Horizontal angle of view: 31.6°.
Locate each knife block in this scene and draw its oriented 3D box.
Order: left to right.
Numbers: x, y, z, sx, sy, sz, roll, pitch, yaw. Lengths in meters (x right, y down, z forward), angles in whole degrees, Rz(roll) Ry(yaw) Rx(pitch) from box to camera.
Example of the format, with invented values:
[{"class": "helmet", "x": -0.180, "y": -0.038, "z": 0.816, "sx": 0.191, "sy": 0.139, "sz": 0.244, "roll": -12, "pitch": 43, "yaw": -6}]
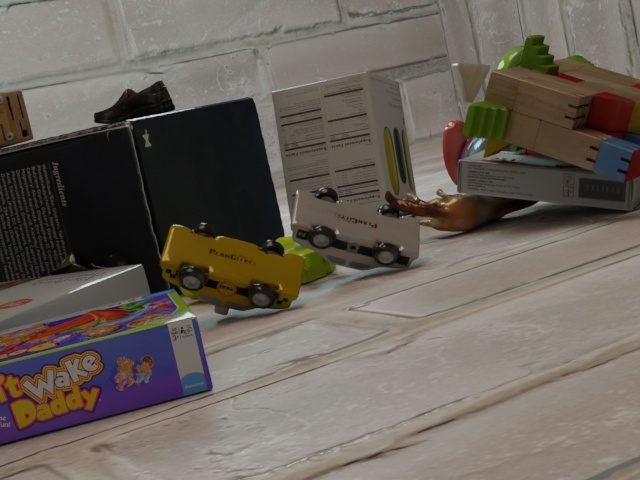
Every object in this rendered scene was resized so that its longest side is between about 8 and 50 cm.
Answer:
[{"class": "knife block", "x": -0.612, "y": -0.201, "z": 2.028, "sx": 0.275, "sy": 0.088, "sz": 0.242, "roll": -12, "pitch": 8, "yaw": 10}]

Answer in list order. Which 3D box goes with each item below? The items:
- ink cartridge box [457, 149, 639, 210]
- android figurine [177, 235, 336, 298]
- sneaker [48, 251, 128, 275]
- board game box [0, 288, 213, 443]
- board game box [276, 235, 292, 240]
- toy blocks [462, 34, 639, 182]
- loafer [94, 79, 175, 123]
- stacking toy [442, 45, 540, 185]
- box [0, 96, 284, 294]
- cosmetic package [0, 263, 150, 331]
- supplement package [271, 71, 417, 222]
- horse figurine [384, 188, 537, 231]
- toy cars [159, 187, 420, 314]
[{"class": "ink cartridge box", "x": 0.388, "y": -0.107, "z": 1.814, "sx": 0.275, "sy": 0.060, "sz": 0.239, "roll": 8, "pitch": 16, "yaw": 25}, {"class": "android figurine", "x": -0.092, "y": 0.041, "z": 1.738, "sx": 0.273, "sy": 0.056, "sz": 0.248, "roll": -7, "pitch": 8, "yaw": 45}, {"class": "sneaker", "x": -0.398, "y": 0.074, "z": 1.778, "sx": 0.234, "sy": 0.106, "sz": 0.078, "roll": -12, "pitch": 6, "yaw": 6}, {"class": "board game box", "x": -0.302, "y": 0.141, "z": 1.194, "sx": 0.347, "sy": 0.078, "sz": 0.233, "roll": -14, "pitch": 7, "yaw": -12}, {"class": "board game box", "x": 0.000, "y": 0.000, "z": 2.003, "sx": 0.154, "sy": 0.026, "sz": 0.103, "roll": -12, "pitch": 7, "yaw": -1}, {"class": "toy blocks", "x": 0.426, "y": -0.188, "z": 1.730, "sx": 0.261, "sy": 0.191, "sz": 0.381, "roll": 23, "pitch": 24, "yaw": 28}, {"class": "loafer", "x": -0.354, "y": -0.257, "z": 2.129, "sx": 0.170, "sy": 0.061, "sz": 0.062, "roll": -10, "pitch": 8, "yaw": 20}, {"class": "stacking toy", "x": 0.396, "y": -0.234, "z": 2.238, "sx": 0.309, "sy": 0.279, "sz": 0.130, "roll": -15, "pitch": 18, "yaw": -33}, {"class": "box", "x": -0.390, "y": -0.062, "z": 2.063, "sx": 0.471, "sy": 0.297, "sz": 0.480, "roll": -11, "pitch": 7, "yaw": 24}, {"class": "cosmetic package", "x": -0.459, "y": 0.125, "z": 1.537, "sx": 0.377, "sy": 0.097, "sz": 0.284, "roll": -8, "pitch": 11, "yaw": 31}, {"class": "supplement package", "x": 0.051, "y": -0.163, "z": 2.143, "sx": 0.198, "sy": 0.263, "sz": 0.199, "roll": -9, "pitch": -2, "yaw": 21}, {"class": "horse figurine", "x": 0.227, "y": -0.056, "z": 1.857, "sx": 0.263, "sy": 0.066, "sz": 0.174, "roll": -8, "pitch": 13, "yaw": -41}, {"class": "toy cars", "x": -0.039, "y": 0.025, "z": 1.564, "sx": 0.393, "sy": 0.087, "sz": 0.176, "roll": -17, "pitch": 52, "yaw": -33}]
